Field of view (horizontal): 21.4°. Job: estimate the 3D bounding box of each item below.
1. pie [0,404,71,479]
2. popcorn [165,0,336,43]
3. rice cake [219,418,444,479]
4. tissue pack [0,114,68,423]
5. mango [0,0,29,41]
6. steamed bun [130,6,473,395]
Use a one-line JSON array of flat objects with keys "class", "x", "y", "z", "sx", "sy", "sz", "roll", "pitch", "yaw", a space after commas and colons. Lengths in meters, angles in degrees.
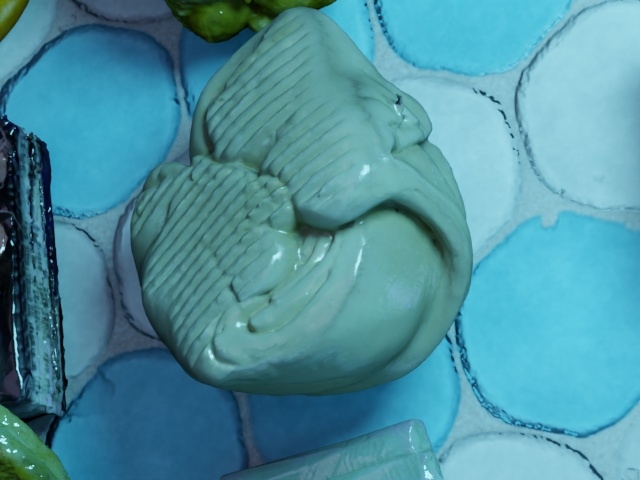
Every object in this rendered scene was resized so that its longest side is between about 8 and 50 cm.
[{"class": "pie", "x": -0.372, "y": 0.272, "z": 1.714, "sx": 0.277, "sy": 0.078, "sz": 0.277, "roll": 2, "pitch": 115, "yaw": 5}, {"class": "popcorn", "x": -0.075, "y": -0.349, "z": 1.742, "sx": 0.282, "sy": 0.282, "sz": 0.247, "roll": -20, "pitch": 68, "yaw": 12}, {"class": "rice cake", "x": 0.011, "y": 0.238, "z": 1.665, "sx": 0.222, "sy": 0.042, "sz": 0.080, "roll": -19, "pitch": 65, "yaw": 13}, {"class": "tissue pack", "x": -0.403, "y": 0.052, "z": 1.816, "sx": 0.245, "sy": 0.123, "sz": 0.332, "roll": -14, "pitch": 68, "yaw": 18}, {"class": "mango", "x": -0.413, "y": -0.277, "z": 1.909, "sx": 0.252, "sy": 0.126, "sz": 0.154, "roll": -42, "pitch": 55, "yaw": -4}, {"class": "steamed bun", "x": 0.000, "y": 0.000, "z": 1.625, "sx": 0.342, "sy": 0.255, "sz": 0.367, "roll": -47, "pitch": 36, "yaw": 20}]
